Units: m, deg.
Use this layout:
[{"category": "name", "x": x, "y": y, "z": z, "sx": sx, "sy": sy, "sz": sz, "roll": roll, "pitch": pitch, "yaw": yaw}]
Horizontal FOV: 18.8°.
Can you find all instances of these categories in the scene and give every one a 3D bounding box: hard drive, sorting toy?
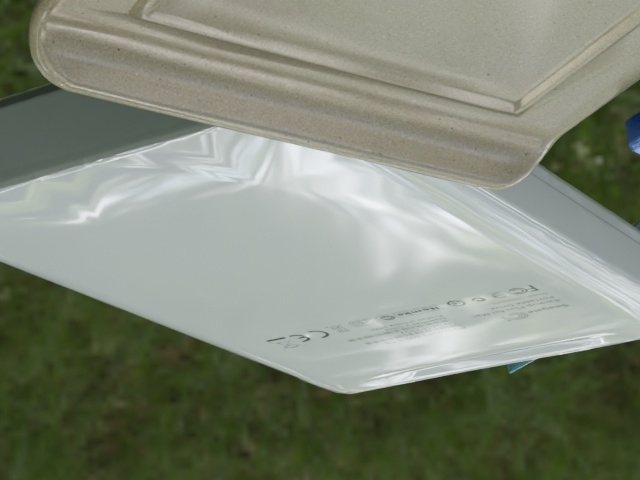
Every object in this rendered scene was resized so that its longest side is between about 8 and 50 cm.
[{"category": "hard drive", "x": 0.000, "y": 0.000, "z": 0.812, "sx": 0.203, "sy": 0.040, "sz": 0.307, "roll": -14, "pitch": 156, "yaw": 32}, {"category": "sorting toy", "x": 0.034, "y": -0.092, "z": 0.534, "sx": 0.347, "sy": 0.047, "sz": 0.196, "roll": 12, "pitch": 148, "yaw": -27}]

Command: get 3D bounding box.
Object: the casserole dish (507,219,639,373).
[{"category": "casserole dish", "x": 0.153, "y": 0.020, "z": 1.028, "sx": 0.114, "sy": 0.037, "sz": 0.188, "roll": -30, "pitch": 174, "yaw": -17}]
